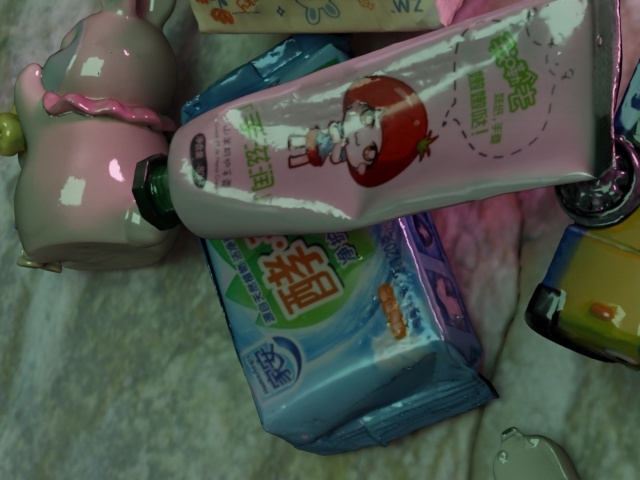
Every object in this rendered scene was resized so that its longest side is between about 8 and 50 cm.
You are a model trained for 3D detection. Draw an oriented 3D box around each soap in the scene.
[{"bbox_3d":[0.000,0.000,0.928,0.156,0.077,0.293,-30,64,20],"label":"soap"}]

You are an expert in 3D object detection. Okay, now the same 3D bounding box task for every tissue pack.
[{"bbox_3d":[0.019,-0.210,0.934,0.196,0.092,0.148,4,42,32],"label":"tissue pack"}]

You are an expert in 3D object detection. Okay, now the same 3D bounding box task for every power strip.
[{"bbox_3d":[0.158,0.197,0.815,0.047,0.030,0.191,-34,63,17],"label":"power strip"}]

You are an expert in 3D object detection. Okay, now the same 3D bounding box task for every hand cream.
[{"bbox_3d":[0.027,-0.063,0.824,0.336,0.076,0.121,-12,68,32],"label":"hand cream"}]

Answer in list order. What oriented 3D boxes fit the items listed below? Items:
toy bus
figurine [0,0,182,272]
[{"bbox_3d":[0.249,-0.047,0.762,0.175,0.138,0.288,23,89,33],"label":"toy bus"},{"bbox_3d":[-0.168,-0.101,1.027,0.155,0.127,0.236,-19,66,53],"label":"figurine"}]
